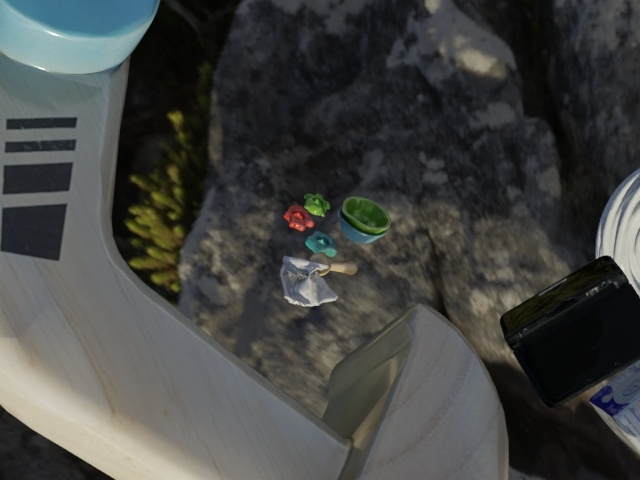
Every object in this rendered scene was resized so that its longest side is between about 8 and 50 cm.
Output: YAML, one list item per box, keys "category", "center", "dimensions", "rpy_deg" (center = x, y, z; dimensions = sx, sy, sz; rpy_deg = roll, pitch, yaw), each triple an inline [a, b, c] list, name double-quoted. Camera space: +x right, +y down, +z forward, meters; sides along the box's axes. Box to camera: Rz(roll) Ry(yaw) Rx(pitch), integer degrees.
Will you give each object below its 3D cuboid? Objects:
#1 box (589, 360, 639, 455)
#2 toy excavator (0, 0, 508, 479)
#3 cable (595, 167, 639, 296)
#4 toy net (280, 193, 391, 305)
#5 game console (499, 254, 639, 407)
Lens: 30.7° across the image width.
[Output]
- category: "box"
  center: [0.368, 0.159, 1.233]
  dimensions: [0.137, 0.126, 0.072]
  rpy_deg: [-40, 89, 1]
- category: "toy excavator"
  center: [-0.144, -0.075, 0.488]
  dimensions: [0.433, 0.222, 0.445]
  rpy_deg: [12, 59, -24]
- category: "cable"
  center: [0.489, 0.011, 1.514]
  dimensions: [0.257, 0.089, 0.257]
  rpy_deg: [-7, 96, 18]
- category: "toy net"
  center: [0.000, 0.000, 1.446]
  dimensions: [0.122, 0.232, 0.045]
  rpy_deg: [32, 123, 5]
- category: "game console"
  center: [0.235, 0.081, 1.067]
  dimensions: [0.122, 0.107, 0.071]
  rpy_deg: [-32, 99, 9]
